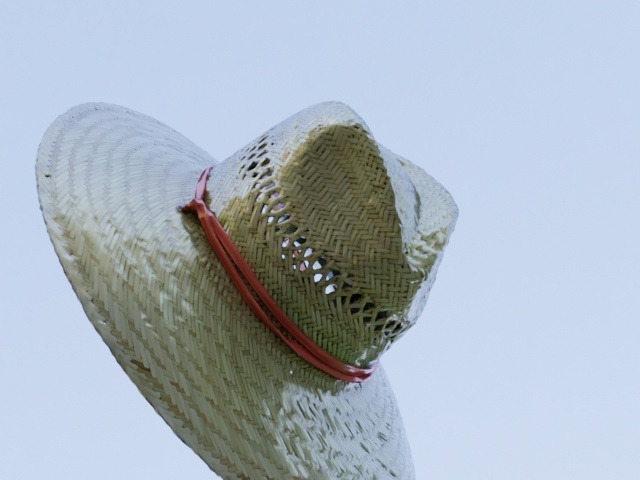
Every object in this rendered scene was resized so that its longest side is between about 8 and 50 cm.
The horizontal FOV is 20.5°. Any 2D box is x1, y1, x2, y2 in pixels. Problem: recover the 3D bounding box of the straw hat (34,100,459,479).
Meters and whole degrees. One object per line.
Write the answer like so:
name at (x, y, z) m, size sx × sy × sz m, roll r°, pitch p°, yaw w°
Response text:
straw hat at (0.000, 0.000, 0.434) m, size 0.061 × 0.144 × 0.144 m, roll -39°, pitch -94°, yaw 18°
